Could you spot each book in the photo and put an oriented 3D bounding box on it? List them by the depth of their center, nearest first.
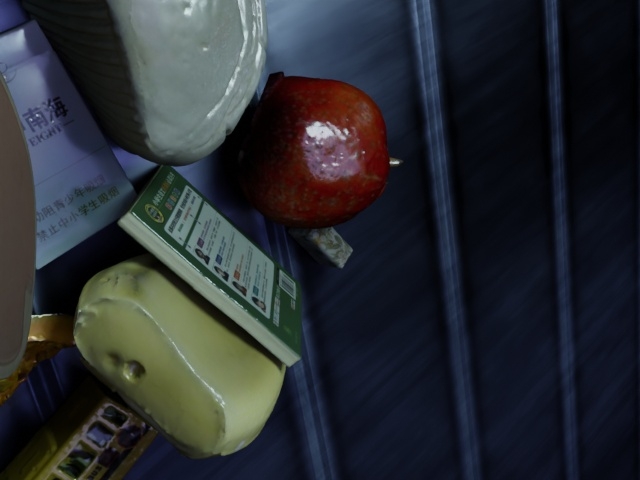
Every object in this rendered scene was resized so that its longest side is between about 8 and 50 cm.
[{"bbox_3d":[-0.124,0.022,0.801,0.027,0.202,0.264,-42,108,15],"label":"book"}]

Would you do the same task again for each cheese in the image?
[{"bbox_3d":[-0.146,0.114,0.791,0.128,0.316,0.260,-37,92,14],"label":"cheese"}]

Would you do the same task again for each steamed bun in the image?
[{"bbox_3d":[-0.186,-0.289,0.688,0.236,0.247,0.384,-35,117,-24],"label":"steamed bun"}]

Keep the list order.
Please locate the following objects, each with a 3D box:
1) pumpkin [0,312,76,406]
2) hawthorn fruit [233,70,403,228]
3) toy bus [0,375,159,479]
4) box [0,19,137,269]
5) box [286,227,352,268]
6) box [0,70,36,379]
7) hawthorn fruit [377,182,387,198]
[{"bbox_3d":[-0.387,0.177,0.678,0.280,0.139,0.190,4,77,-36],"label":"pumpkin"},{"bbox_3d":[0.002,-0.119,0.894,0.249,0.215,0.215,0,100,-25],"label":"hawthorn fruit"},{"bbox_3d":[-0.310,0.286,0.796,0.123,0.121,0.336,47,72,-26],"label":"toy bus"},{"bbox_3d":[-0.337,-0.108,0.725,0.155,0.067,0.243,-38,120,-28],"label":"box"},{"bbox_3d":[0.000,0.000,1.008,0.098,0.062,0.045,47,67,-32],"label":"box"},{"bbox_3d":[-0.380,-0.017,0.520,0.216,0.301,0.301,-6,104,-11],"label":"box"},{"bbox_3d":[0.069,-0.103,1.021,0.093,0.093,0.093,-9,104,-36],"label":"hawthorn fruit"}]
